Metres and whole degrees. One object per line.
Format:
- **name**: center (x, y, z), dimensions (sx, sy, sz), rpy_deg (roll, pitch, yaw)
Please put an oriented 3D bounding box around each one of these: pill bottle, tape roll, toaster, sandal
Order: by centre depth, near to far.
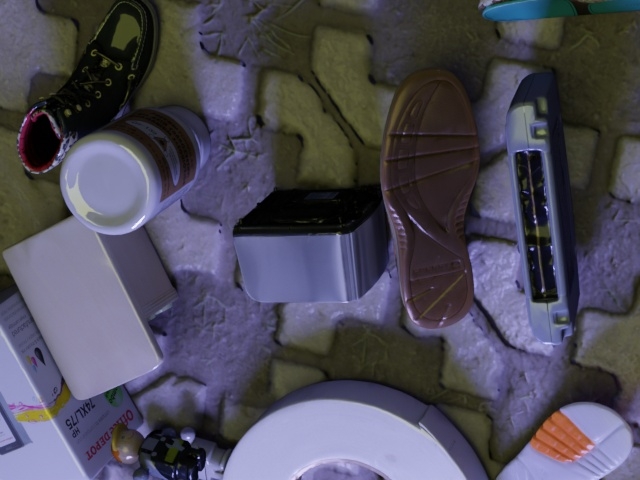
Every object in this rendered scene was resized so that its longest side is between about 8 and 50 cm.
- **toaster**: center (0.000, 0.000, 1.910), dimensions (0.185, 0.168, 0.110), rpy_deg (-1, 110, 19)
- **pill bottle**: center (-0.228, -0.100, 1.912), dimensions (0.131, 0.229, 0.131), rpy_deg (5, 109, 16)
- **sandal**: center (0.321, 0.280, 1.957), dimensions (0.102, 0.076, 0.265), rpy_deg (54, 136, 11)
- **tape roll**: center (0.050, 0.381, 2.065), dimensions (0.392, 0.072, 0.392), rpy_deg (6, 109, 18)

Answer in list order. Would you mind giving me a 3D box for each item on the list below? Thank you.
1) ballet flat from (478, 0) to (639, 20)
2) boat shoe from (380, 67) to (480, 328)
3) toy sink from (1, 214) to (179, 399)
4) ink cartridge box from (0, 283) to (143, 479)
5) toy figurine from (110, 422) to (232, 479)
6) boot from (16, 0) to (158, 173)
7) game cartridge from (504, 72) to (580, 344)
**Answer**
- **ballet flat**: center (0.307, -0.306, 1.767), dimensions (0.241, 0.091, 0.077), rpy_deg (-2, 77, 14)
- **boat shoe**: center (0.131, -0.063, 1.869), dimensions (0.123, 0.123, 0.342), rpy_deg (-10, 116, -5)
- **toy sink**: center (-0.299, 0.075, 2.049), dimensions (0.152, 0.131, 0.234), rpy_deg (-25, 94, 23)
- **ink cartridge box**: center (-0.422, 0.216, 2.098), dimensions (0.197, 0.198, 0.270), rpy_deg (-24, 100, 22)
- **toy figurine**: center (-0.229, 0.359, 2.071), dimensions (0.148, 0.213, 0.210), rpy_deg (12, 89, 17)
- **boot**: center (-0.299, -0.200, 1.929), dimensions (0.085, 0.178, 0.236), rpy_deg (31, 115, 6)
- **game cartridge**: center (0.269, -0.044, 1.790), dimensions (0.060, 0.196, 0.294), rpy_deg (-4, 107, 18)
